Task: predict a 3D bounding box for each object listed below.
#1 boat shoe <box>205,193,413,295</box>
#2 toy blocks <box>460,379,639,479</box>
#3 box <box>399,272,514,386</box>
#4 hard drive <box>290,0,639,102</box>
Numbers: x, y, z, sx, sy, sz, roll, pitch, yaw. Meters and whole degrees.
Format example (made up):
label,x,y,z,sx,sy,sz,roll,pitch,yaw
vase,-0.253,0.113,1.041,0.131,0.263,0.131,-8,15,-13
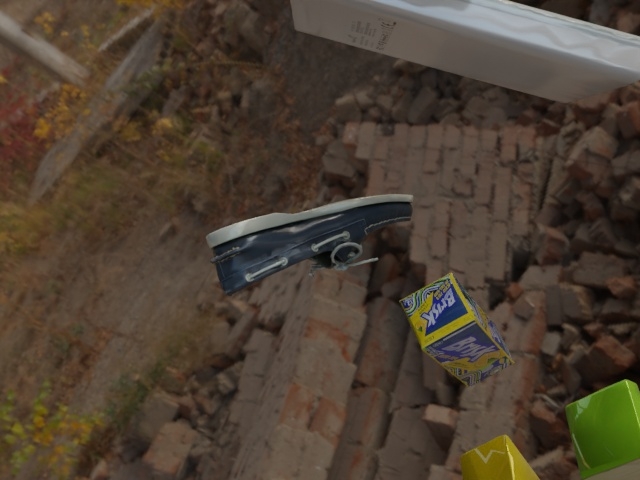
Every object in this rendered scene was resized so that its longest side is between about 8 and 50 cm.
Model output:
label,x,y,z,sx,sy,sz,roll,pitch,yaw
boat shoe,0.000,0.000,0.810,0.095,0.254,0.079,-20,84,60
toy blocks,0.260,0.225,0.456,0.381,0.260,0.191,-43,35,41
box,0.138,0.093,0.711,0.059,0.169,0.054,-31,57,12
hard drive,0.125,-0.198,0.695,0.203,0.307,0.040,-91,15,-85
